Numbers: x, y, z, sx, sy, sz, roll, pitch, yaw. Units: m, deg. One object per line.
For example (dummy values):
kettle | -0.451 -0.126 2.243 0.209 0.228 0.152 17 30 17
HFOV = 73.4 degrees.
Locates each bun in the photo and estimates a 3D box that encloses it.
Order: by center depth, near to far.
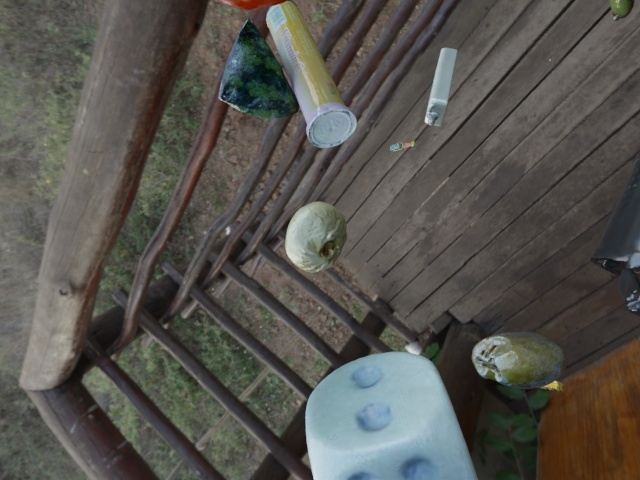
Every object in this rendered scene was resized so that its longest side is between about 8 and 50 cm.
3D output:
bun | 0.000 0.000 1.263 0.127 0.222 0.222 38 133 56

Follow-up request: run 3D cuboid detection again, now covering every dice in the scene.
dice | 0.133 0.393 0.809 0.264 0.262 0.268 -18 106 5

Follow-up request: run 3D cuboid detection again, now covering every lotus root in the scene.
lotus root | 0.343 0.197 0.721 0.113 0.192 0.088 -9 78 62

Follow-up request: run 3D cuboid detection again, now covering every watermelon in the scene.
watermelon | -0.118 -0.383 0.972 0.207 0.202 0.136 24 145 -35

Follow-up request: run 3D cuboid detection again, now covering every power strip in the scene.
power strip | 0.383 -0.486 1.363 0.058 0.338 0.098 14 148 9

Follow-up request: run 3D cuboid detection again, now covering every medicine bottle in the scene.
medicine bottle | -0.033 -0.406 1.000 0.108 0.108 0.426 -41 53 34

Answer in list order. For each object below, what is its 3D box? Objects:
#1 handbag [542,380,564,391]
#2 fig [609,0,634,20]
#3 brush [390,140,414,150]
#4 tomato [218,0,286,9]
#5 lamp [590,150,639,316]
handbag | 0.779 0.493 1.466 0.061 0.027 0.083 26 156 -33
fig | 0.228 -0.216 0.260 0.149 0.245 0.149 1 95 9
brush | 0.219 -0.255 1.154 0.083 0.021 0.019 4 99 57
tomato | -0.127 -0.497 0.717 0.232 0.232 0.189 -25 71 34
lamp | 0.586 -0.032 0.680 0.205 0.374 0.272 23 110 15
